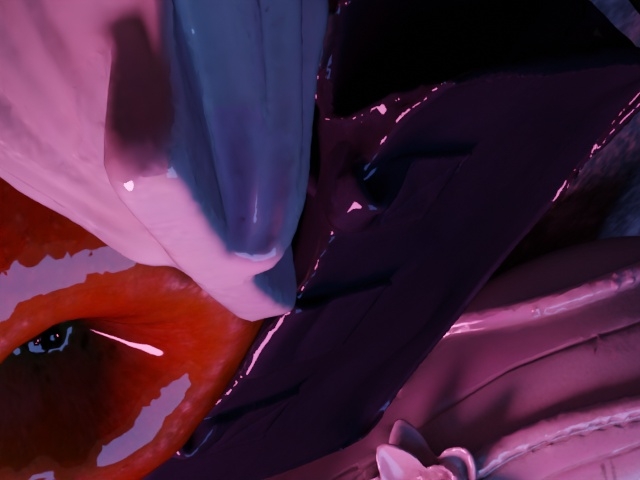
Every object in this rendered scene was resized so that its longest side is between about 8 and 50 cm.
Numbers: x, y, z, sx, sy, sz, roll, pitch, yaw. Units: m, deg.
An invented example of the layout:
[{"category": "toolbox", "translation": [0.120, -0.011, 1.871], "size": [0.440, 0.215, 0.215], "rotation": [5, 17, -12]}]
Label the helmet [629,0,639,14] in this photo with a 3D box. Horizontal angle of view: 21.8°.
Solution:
[{"category": "helmet", "translation": [0.199, -0.167, 0.840], "size": [0.155, 0.106, 0.175], "rotation": [-49, 157, -3]}]

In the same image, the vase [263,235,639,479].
[{"category": "vase", "translation": [0.098, 0.156, 1.123], "size": [0.445, 0.250, 0.250], "rotation": [-22, 151, -23]}]

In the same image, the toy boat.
[{"category": "toy boat", "translation": [-0.061, -0.123, 0.428], "size": [0.100, 0.290, 0.199], "rotation": [-14, 157, 13]}]

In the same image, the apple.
[{"category": "apple", "translation": [-0.126, -0.014, 0.561], "size": [0.218, 0.201, 0.218], "rotation": [-25, 145, -19]}]

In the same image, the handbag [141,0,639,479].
[{"category": "handbag", "translation": [0.000, 0.000, 0.849], "size": [0.269, 0.118, 0.326], "rotation": [-15, 146, -53]}]
